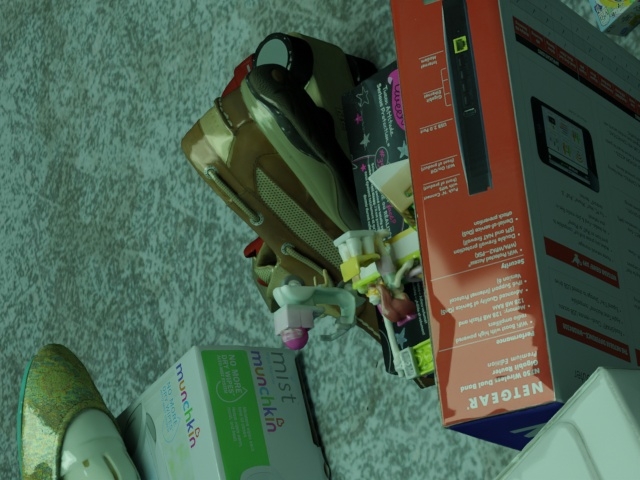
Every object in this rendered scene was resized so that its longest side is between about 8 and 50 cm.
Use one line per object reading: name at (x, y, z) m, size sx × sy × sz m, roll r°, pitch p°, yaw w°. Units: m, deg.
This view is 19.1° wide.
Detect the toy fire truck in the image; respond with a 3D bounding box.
toy fire truck at (-0.034, -0.046, 1.823) m, size 0.246 × 0.158 × 0.217 m, roll -38°, pitch 56°, yaw 34°

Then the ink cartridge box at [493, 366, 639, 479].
ink cartridge box at (0.254, 0.214, 1.169) m, size 0.197 × 0.270 × 0.198 m, roll -53°, pitch 45°, yaw 38°

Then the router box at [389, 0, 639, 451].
router box at (0.179, 0.001, 1.312) m, size 0.082 × 0.335 × 0.301 m, roll -17°, pitch 68°, yaw 29°

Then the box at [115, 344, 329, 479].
box at (-0.100, 0.268, 1.877) m, size 0.231 × 0.127 × 0.262 m, roll -42°, pitch 52°, yaw 47°

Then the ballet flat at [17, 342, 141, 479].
ballet flat at (-0.231, 0.275, 1.875) m, size 0.123 × 0.123 × 0.348 m, roll -8°, pitch 78°, yaw 54°

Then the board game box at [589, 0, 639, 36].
board game box at (0.262, -0.248, 1.503) m, size 0.154 × 0.026 × 0.103 m, roll -45°, pitch 51°, yaw 43°

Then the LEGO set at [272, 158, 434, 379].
LEGO set at (0.069, 0.030, 1.378) m, size 0.287 × 0.132 × 0.107 m, roll 134°, pitch 125°, yaw -63°

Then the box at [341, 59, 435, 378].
box at (0.137, -0.023, 1.536) m, size 0.142 × 0.163 × 0.247 m, roll -28°, pitch 63°, yaw 45°

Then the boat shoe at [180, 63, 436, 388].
boat shoe at (0.000, 0.000, 1.624) m, size 0.120 × 0.324 × 0.122 m, roll -31°, pitch 21°, yaw 11°
